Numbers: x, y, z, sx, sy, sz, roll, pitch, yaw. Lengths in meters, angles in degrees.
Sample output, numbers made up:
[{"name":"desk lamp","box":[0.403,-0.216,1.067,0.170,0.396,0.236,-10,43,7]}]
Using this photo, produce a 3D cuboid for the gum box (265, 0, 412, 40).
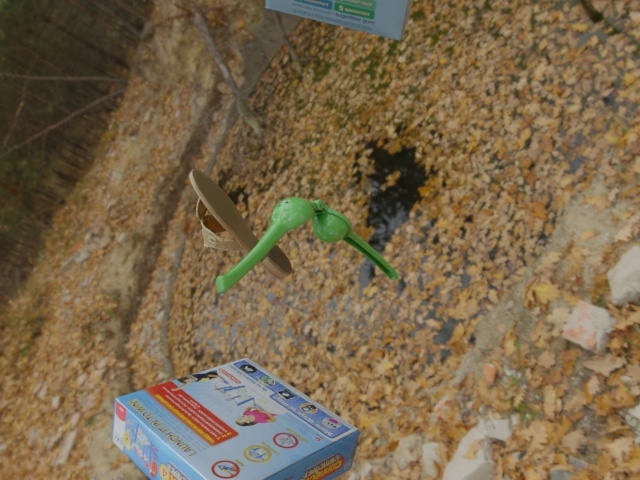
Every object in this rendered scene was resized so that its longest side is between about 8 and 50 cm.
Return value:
[{"name":"gum box","box":[0.022,-0.297,0.578,0.184,0.157,0.041,96,-168,-58]}]

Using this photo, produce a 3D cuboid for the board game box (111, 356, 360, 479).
[{"name":"board game box","box":[-0.146,0.337,1.028,0.308,0.302,0.086,23,110,38]}]

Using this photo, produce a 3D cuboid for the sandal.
[{"name":"sandal","box":[-0.152,-0.004,0.969,0.079,0.240,0.088,-35,28,17]}]

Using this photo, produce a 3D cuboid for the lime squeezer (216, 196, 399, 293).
[{"name":"lime squeezer","box":[0.000,0.000,0.744,0.059,0.310,0.110,-32,68,39]}]
